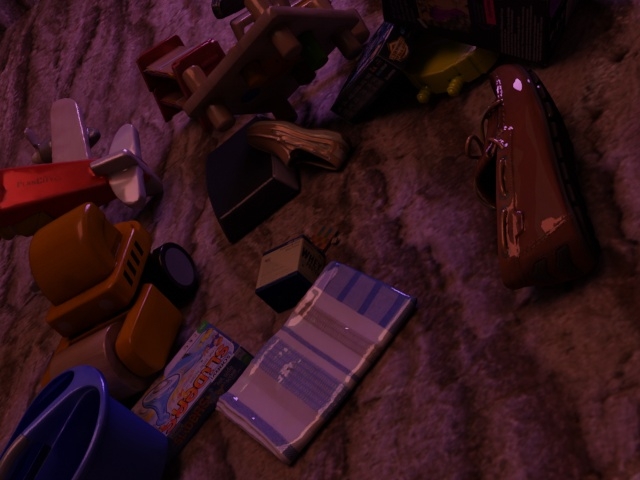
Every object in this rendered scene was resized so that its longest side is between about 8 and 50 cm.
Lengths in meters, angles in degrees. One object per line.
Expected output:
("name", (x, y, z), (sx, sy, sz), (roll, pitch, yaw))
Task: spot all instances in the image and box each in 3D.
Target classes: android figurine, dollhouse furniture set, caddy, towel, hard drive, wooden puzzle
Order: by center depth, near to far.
("towel", (-0.011, 0.159, 1.556), (0.285, 0.034, 0.209), (-50, 32, -8))
("caddy", (-0.377, 0.345, 1.595), (0.241, 0.179, 0.341), (16, 75, 55))
("wooden puzzle", (0.000, 0.000, 1.752), (0.049, 0.006, 0.083), (-54, 32, -14))
("android figurine", (0.232, -0.330, 1.814), (0.248, 0.056, 0.273), (-8, 47, 45))
("hard drive", (-0.129, -0.120, 1.996), (0.172, 0.054, 0.254), (-37, 32, 13))
("dollhouse furniture set", (-0.163, -0.389, 2.301), (0.374, 0.152, 0.201), (-36, 27, -18))

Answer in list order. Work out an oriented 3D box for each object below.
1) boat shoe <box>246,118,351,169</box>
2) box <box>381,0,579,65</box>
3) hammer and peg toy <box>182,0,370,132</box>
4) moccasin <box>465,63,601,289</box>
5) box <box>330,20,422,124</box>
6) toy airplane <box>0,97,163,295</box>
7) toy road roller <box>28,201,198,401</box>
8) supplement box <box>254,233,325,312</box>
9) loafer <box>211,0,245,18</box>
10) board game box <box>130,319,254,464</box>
("boat shoe", (-0.046, -0.153, 1.878), (0.190, 0.068, 0.072), (8, 63, 26))
("box", (0.240, -0.394, 1.680), (0.270, 0.143, 0.165), (21, 63, 20))
("hammer and peg toy", (-0.054, -0.302, 1.965), (0.266, 0.361, 0.127), (-43, 73, 30))
("moccasin", (0.253, -0.088, 1.450), (0.147, 0.139, 0.380), (-22, 47, 20))
("box", (0.107, -0.309, 1.857), (0.175, 0.051, 0.220), (-62, 9, -26))
("toy airplane", (-0.498, -0.075, 2.230), (0.384, 0.272, 0.386), (29, 63, 19))
("toy road roller", (-0.368, 0.094, 1.835), (0.202, 0.240, 0.329), (-28, 31, 27))
("supplement box", (-0.045, 0.050, 1.698), (0.083, 0.056, 0.083), (-25, 37, 30))
("loafer", (-0.157, -0.493, 2.244), (0.061, 0.062, 0.170), (-1, 37, 34))
("board game box", (-0.200, 0.225, 1.698), (0.201, 0.035, 0.136), (-51, 32, -9))
